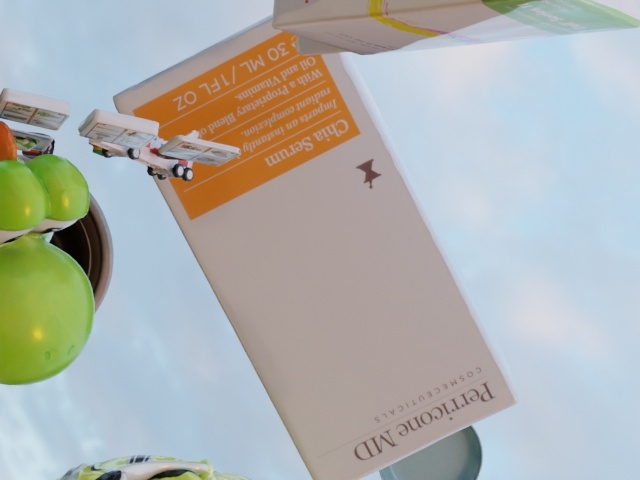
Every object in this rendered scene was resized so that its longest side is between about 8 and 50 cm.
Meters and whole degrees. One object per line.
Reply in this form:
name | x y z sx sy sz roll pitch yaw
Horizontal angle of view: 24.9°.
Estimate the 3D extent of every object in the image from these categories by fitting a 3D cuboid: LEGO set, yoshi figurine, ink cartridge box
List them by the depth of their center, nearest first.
yoshi figurine | -0.290 0.043 1.118 0.203 0.203 0.362 47 -36 -20
ink cartridge box | 0.078 -0.263 1.152 0.353 0.119 0.207 0 -95 43
LEGO set | -0.175 -0.092 1.178 0.244 0.182 0.060 163 -62 -72

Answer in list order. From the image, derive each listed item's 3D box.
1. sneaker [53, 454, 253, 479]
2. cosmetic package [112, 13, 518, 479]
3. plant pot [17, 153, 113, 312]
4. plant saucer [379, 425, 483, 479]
sneaker | -0.128 0.263 1.295 0.147 0.385 0.145 -27 -105 23
cosmetic package | 0.000 0.000 1.487 0.453 0.230 0.161 62 6 -6
plant pot | -0.405 0.021 1.941 0.229 0.263 0.263 169 -104 -85
plant saucer | 0.122 0.242 1.630 0.021 0.119 0.119 -128 -164 -81
